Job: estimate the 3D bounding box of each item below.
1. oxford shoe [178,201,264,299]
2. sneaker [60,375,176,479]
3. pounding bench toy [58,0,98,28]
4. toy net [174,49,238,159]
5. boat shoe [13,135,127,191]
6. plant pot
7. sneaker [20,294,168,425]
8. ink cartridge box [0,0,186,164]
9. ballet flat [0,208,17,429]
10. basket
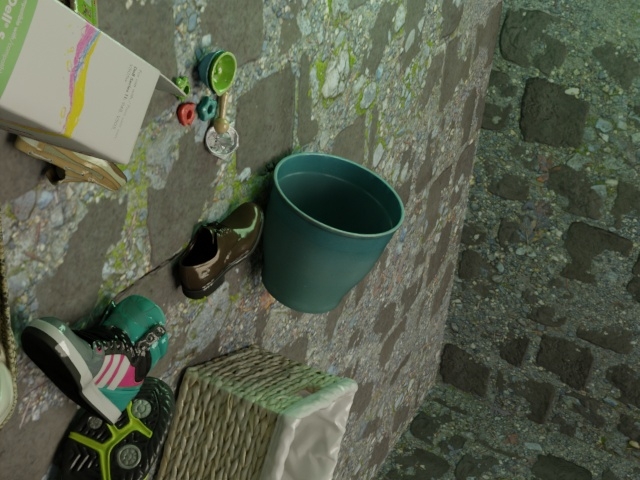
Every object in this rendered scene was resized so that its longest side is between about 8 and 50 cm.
[{"bbox_3d":[-0.175,-0.002,1.530,0.227,0.083,0.096,-55,149,-36],"label":"oxford shoe"},{"bbox_3d":[-0.364,0.399,1.393,0.384,0.145,0.147,-62,177,-15],"label":"sneaker"},{"bbox_3d":[-0.309,-0.286,1.013,0.052,0.065,0.083,41,40,-66],"label":"pounding bench toy"},{"bbox_3d":[-0.175,-0.203,1.408,0.122,0.045,0.232,-57,155,-30],"label":"toy net"},{"bbox_3d":[-0.332,-0.103,1.115,0.072,0.068,0.190,-55,146,-6],"label":"boat shoe"},{"bbox_3d":[0.000,0.000,1.733,0.272,0.272,0.255,-40,157,-52],"label":"plant pot"},{"bbox_3d":[-0.316,0.146,1.257,0.178,0.124,0.295,-56,160,-24],"label":"sneaker"},{"bbox_3d":[-0.316,-0.178,0.879,0.353,0.207,0.119,26,82,-67],"label":"ink cartridge box"},{"bbox_3d":[-0.407,0.096,0.925,0.164,0.182,0.482,-12,124,-34],"label":"ballet flat"},{"bbox_3d":[-0.131,0.423,1.739,0.328,0.267,0.331,-8,115,-66],"label":"basket"}]
